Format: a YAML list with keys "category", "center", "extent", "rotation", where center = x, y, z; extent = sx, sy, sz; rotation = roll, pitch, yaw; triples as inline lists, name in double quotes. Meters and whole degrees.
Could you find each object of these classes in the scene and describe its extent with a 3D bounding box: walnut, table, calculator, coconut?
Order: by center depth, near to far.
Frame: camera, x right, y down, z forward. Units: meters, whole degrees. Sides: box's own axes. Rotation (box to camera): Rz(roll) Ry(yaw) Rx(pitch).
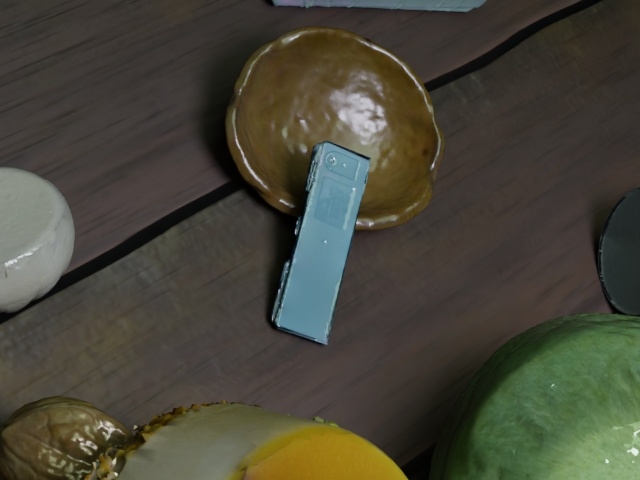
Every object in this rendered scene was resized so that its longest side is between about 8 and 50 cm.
- category: "walnut"
  center: [-0.174, 0.166, 1.270]
  extent: [0.124, 0.105, 0.105]
  rotation: [26, 48, -6]
- category: "coconut"
  center: [0.238, 0.202, 1.395]
  extent: [0.328, 0.328, 0.281]
  rotation: [22, 91, -18]
- category: "calculator"
  center: [0.000, 0.000, 1.515]
  extent: [0.057, 0.018, 0.172]
  rotation: [19, 72, -19]
- category: "table"
  center: [0.392, 0.022, 1.714]
  extent: [0.220, 0.126, 0.126]
  rotation: [6, 56, -28]

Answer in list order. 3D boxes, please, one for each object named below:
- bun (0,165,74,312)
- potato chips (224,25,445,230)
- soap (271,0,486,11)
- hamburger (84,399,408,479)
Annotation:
- category: "bun"
  center: [-0.248, 0.014, 1.337]
  extent: [0.138, 0.094, 0.138]
  rotation: [-5, 37, 4]
- category: "potato chips"
  center: [0.006, -0.092, 1.583]
  extent: [0.208, 0.062, 0.195]
  rotation: [-21, 87, -26]
- category: "soap"
  center: [0.072, -0.292, 1.716]
  extent: [0.261, 0.150, 0.094]
  rotation: [-2, 66, -33]
- category: "hamburger"
  center: [-0.051, 0.247, 1.209]
  extent: [0.294, 0.179, 0.276]
  rotation: [20, 72, -42]
